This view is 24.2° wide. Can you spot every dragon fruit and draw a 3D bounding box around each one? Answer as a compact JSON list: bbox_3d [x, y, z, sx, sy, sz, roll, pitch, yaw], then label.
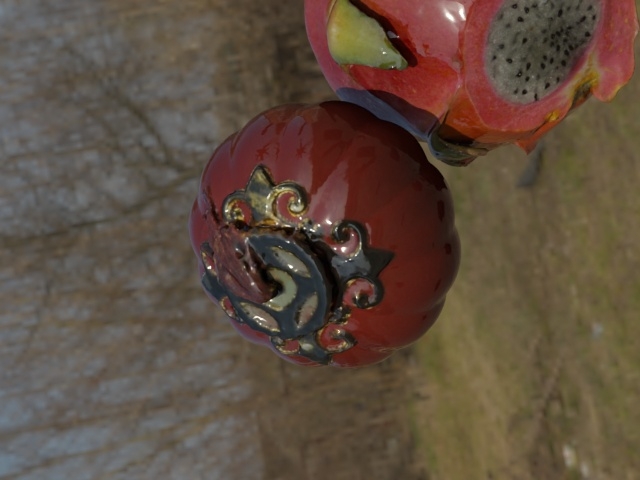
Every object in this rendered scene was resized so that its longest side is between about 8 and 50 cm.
[{"bbox_3d":[0.136,-0.197,1.259,0.189,0.290,0.291,29,132,62],"label":"dragon fruit"}]

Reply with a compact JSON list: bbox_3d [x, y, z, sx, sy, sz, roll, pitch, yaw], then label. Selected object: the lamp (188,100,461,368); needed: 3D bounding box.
[{"bbox_3d":[0.000,0.000,1.200,0.227,0.226,0.227,170,90,-89],"label":"lamp"}]
